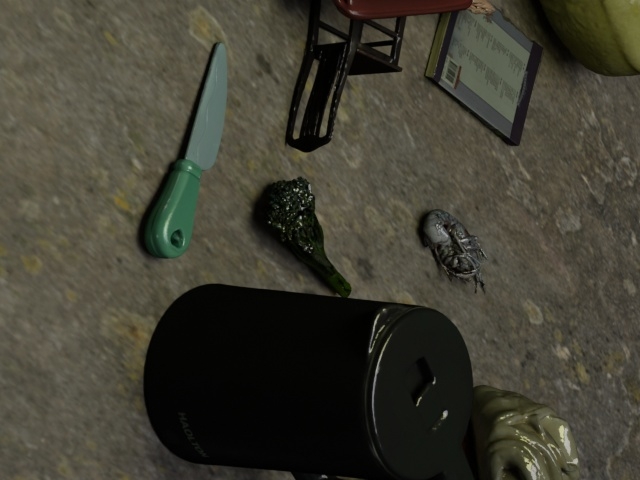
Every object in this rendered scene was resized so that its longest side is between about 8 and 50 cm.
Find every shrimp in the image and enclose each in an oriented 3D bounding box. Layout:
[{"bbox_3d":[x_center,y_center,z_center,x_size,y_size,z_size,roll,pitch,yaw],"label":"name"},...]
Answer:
[{"bbox_3d":[0.189,0.020,1.936,0.165,0.057,0.065,53,37,-25],"label":"shrimp"}]

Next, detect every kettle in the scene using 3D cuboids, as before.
[{"bbox_3d":[-0.007,0.182,1.509,0.203,0.308,0.262,-10,98,-49],"label":"kettle"}]

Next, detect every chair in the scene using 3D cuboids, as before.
[{"bbox_3d":[0.032,-0.198,1.717,0.101,0.084,0.212,17,79,-45],"label":"chair"}]

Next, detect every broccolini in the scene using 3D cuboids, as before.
[{"bbox_3d":[-0.017,0.011,1.697,0.068,0.091,0.202,-23,132,-2],"label":"broccolini"}]

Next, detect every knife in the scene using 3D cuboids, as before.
[{"bbox_3d":[-0.133,-0.096,1.566,0.063,0.035,0.260,44,56,-47],"label":"knife"}]

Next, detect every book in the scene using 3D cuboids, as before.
[{"bbox_3d":[0.232,-0.249,2.001,0.231,0.026,0.157,31,71,-46],"label":"book"}]

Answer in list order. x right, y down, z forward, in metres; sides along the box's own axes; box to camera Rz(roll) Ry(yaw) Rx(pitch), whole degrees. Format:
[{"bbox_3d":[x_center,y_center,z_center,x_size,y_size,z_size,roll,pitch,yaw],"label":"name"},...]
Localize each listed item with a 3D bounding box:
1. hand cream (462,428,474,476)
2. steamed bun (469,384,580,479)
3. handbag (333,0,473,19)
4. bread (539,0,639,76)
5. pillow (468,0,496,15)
[{"bbox_3d":[0.176,0.335,1.929,0.124,0.078,0.340,-12,96,-50],"label":"hand cream"},{"bbox_3d":[0.284,0.310,1.944,0.218,0.144,0.211,-98,-179,-78],"label":"steamed bun"},{"bbox_3d":[0.076,-0.398,1.681,0.260,0.084,0.275,-12,76,-42],"label":"handbag"},{"bbox_3d":[0.447,-0.401,2.099,0.320,0.237,0.320,-12,110,-37],"label":"bread"},{"bbox_3d":[0.129,-0.344,1.810,0.232,0.043,0.126,3,49,-51],"label":"pillow"}]
